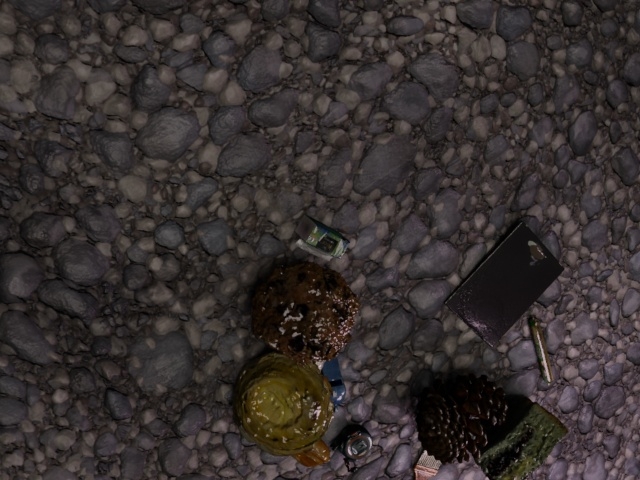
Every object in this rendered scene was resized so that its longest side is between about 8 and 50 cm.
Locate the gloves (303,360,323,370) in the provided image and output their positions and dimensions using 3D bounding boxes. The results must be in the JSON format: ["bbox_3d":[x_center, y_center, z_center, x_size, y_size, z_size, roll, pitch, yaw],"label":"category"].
[{"bbox_3d":[-0.048,0.322,1.742,0.114,0.070,0.153,25,103,-23],"label":"gloves"}]

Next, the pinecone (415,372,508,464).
[{"bbox_3d":[0.411,0.497,1.895,0.292,0.246,0.246,-17,113,-27],"label":"pinecone"}]

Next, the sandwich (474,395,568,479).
[{"bbox_3d":[0.572,0.592,1.947,0.262,0.325,0.131,-45,78,-1],"label":"sandwich"}]

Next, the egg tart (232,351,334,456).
[{"bbox_3d":[-0.104,0.414,1.667,0.279,0.095,0.278,1,93,18],"label":"egg tart"}]

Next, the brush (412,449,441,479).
[{"bbox_3d":[0.287,0.775,2.056,0.090,0.017,0.314,22,98,-23],"label":"brush"}]

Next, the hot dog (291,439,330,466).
[{"bbox_3d":[-0.064,0.535,1.805,0.102,0.076,0.249,-31,117,34],"label":"hot dog"}]

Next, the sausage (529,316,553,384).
[{"bbox_3d":[0.684,0.344,2.062,0.033,0.033,0.268,-27,115,-12],"label":"sausage"}]

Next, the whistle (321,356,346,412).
[{"bbox_3d":[0.024,0.387,1.799,0.091,0.090,0.157,-7,70,-19],"label":"whistle"}]

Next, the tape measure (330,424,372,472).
[{"bbox_3d":[0.106,0.586,1.840,0.107,0.180,0.104,-43,101,-3],"label":"tape measure"}]

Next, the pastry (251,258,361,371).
[{"bbox_3d":[-0.038,0.179,1.645,0.275,0.193,0.274,1,68,-2],"label":"pastry"}]

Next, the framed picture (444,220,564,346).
[{"bbox_3d":[0.540,0.132,1.940,0.324,0.013,0.244,-47,118,1],"label":"framed picture"}]

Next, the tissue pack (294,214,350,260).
[{"bbox_3d":[-0.001,0.000,1.651,0.111,0.085,0.079,27,96,-28],"label":"tissue pack"}]
